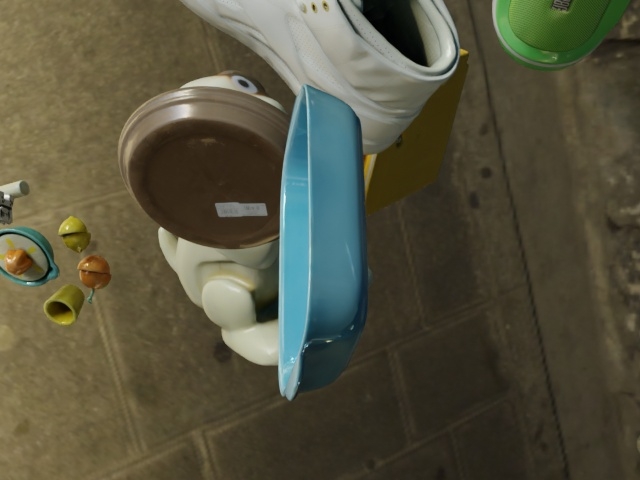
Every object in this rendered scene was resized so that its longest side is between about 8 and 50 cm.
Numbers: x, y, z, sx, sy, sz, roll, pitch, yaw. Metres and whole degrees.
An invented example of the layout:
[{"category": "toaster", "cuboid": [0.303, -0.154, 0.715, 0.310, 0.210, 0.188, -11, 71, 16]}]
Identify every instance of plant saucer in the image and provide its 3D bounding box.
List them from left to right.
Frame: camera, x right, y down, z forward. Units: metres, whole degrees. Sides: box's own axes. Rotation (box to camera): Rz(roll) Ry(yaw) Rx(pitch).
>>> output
[{"category": "plant saucer", "cuboid": [-0.135, -0.082, 1.281, 0.278, 0.277, 0.041, 38, 38, -27]}]

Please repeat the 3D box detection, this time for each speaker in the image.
[{"category": "speaker", "cuboid": [0.237, -0.271, 0.900, 0.131, 0.296, 0.131, -1, 74, 2]}]

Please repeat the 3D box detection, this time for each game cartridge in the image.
[{"category": "game cartridge", "cuboid": [0.166, -0.210, 1.818, 0.323, 0.052, 0.286, -27, 137, -55]}]

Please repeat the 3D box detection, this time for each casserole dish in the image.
[{"category": "casserole dish", "cuboid": [0.000, 0.000, 0.548, 0.036, 0.114, 0.189, 4, 58, -10]}]

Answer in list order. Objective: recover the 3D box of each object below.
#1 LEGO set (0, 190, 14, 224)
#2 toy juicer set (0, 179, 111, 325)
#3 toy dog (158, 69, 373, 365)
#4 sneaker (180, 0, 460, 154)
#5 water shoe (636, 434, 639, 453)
[{"category": "LEGO set", "cuboid": [-0.599, -0.045, 1.615, 0.086, 0.227, 0.093, -6, 82, 8]}, {"category": "toy juicer set", "cuboid": [-0.540, 0.011, 1.813, 0.329, 0.209, 0.089, 46, 35, -17]}, {"category": "toy dog", "cuboid": [-0.121, -0.074, 1.569, 0.284, 0.395, 0.408, -33, 127, -33]}, {"category": "sneaker", "cuboid": [-0.017, -0.207, 0.727, 0.292, 0.169, 0.108, 42, 67, -3]}, {"category": "water shoe", "cuboid": [0.341, 0.238, 0.816, 0.072, 0.080, 0.203, -24, 89, -21]}]
